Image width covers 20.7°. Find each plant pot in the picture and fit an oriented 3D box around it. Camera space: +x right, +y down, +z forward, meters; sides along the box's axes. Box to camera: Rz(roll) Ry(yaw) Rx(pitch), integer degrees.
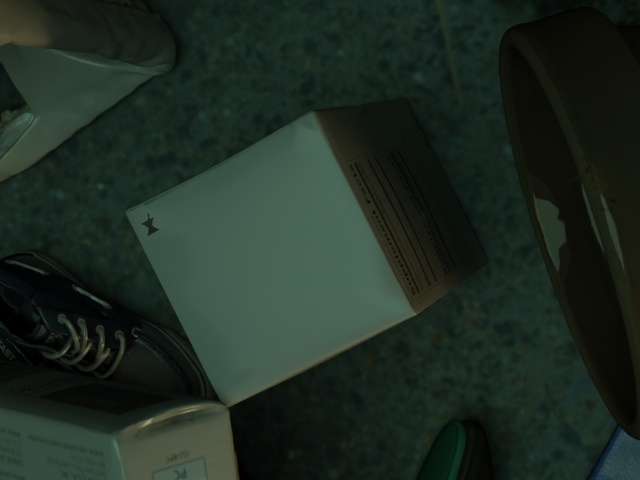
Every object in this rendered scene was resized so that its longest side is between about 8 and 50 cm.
[{"bbox_3d":[0.255,-0.035,1.066,0.229,0.263,0.263,-17,92,0],"label":"plant pot"}]

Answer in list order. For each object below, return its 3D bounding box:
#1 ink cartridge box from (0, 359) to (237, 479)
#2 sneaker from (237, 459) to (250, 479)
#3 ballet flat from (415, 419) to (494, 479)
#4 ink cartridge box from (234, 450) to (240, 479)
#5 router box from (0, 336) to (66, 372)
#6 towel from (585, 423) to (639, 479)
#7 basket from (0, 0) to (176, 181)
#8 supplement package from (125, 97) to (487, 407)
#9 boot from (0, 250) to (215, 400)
[{"bbox_3d":[-0.156,0.278,1.131,0.308,0.091,0.385,3,103,51],"label":"ink cartridge box"},{"bbox_3d":[-0.092,0.234,1.250,0.128,0.087,0.221,-34,92,16],"label":"sneaker"},{"bbox_3d":[0.072,0.263,1.210,0.096,0.095,0.280,26,90,-12],"label":"ballet flat"},{"bbox_3d":[-0.153,0.288,1.229,0.296,0.066,0.261,-11,94,42],"label":"ink cartridge box"},{"bbox_3d":[-0.263,0.089,1.310,0.122,0.038,0.092,46,105,6],"label":"router box"},{"bbox_3d":[0.292,0.251,1.182,0.285,0.034,0.209,29,102,10],"label":"towel"},{"bbox_3d":[-0.331,-0.150,1.152,0.328,0.331,0.266,-31,86,16],"label":"basket"},{"bbox_3d":[0.000,0.000,1.122,0.139,0.244,0.134,-27,89,17],"label":"supplement package"},{"bbox_3d":[-0.169,0.076,1.258,0.190,0.086,0.069,31,103,10],"label":"boot"}]
